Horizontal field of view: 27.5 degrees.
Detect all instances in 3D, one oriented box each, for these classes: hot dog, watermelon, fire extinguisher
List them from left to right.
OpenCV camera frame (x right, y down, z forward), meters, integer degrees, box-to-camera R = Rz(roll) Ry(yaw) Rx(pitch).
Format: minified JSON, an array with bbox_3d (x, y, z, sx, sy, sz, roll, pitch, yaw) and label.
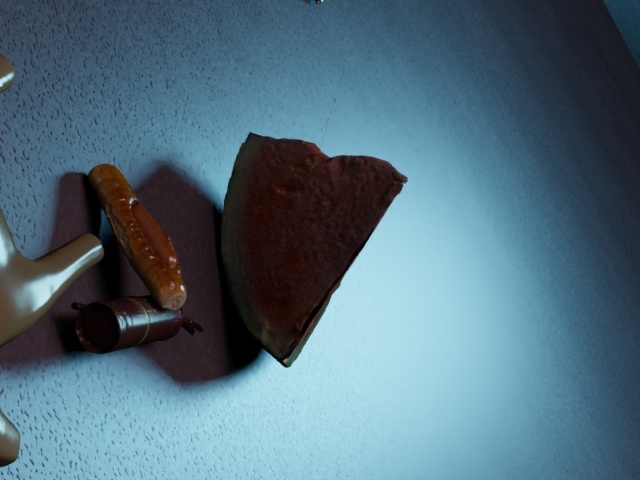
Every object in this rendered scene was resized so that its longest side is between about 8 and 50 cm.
[{"bbox_3d":[-0.135,0.060,0.966,0.056,0.039,0.132,32,11,15],"label":"fire extinguisher"},{"bbox_3d":[-0.136,-0.005,0.993,0.137,0.028,0.044,56,14,30],"label":"hot dog"},{"bbox_3d":[-0.023,0.004,1.121,0.136,0.202,0.207,18,38,-7],"label":"watermelon"}]

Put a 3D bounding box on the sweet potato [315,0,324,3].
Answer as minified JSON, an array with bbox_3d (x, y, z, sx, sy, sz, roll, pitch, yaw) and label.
[{"bbox_3d":[-0.019,-0.398,1.547,0.069,0.059,0.249,-11,82,-44],"label":"sweet potato"}]

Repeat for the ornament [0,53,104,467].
[{"bbox_3d":[-0.222,0.015,0.812,0.230,0.061,0.245,64,25,-12],"label":"ornament"}]
